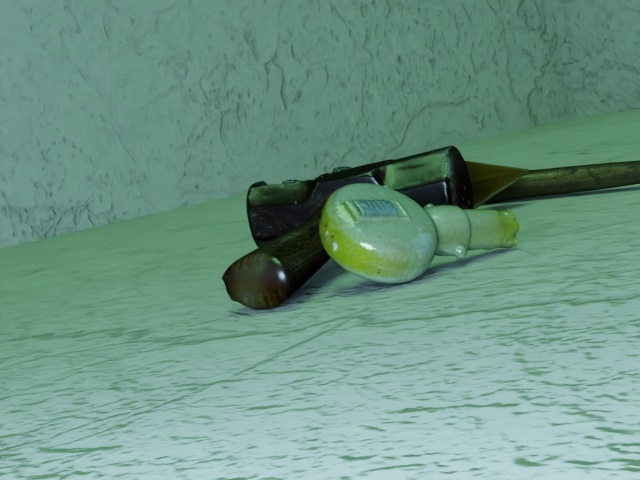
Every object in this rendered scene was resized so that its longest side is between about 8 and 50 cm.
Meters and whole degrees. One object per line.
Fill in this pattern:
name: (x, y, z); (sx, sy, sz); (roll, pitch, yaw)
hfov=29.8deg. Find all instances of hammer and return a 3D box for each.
hammer: (0.322, -0.079, 1.458); (0.168, 0.044, 0.439); (-17, 9, -43)
hammer: (0.000, 0.000, 1.184); (0.242, 0.095, 0.409); (-9, 11, 19)

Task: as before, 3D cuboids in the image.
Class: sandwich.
sandwich: (0.189, -0.054, 1.467); (0.116, 0.074, 0.074); (4, -2, -31)

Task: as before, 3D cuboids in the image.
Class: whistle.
whistle: (0.092, -0.012, 1.053); (0.198, 0.057, 0.104); (-3, 41, -28)

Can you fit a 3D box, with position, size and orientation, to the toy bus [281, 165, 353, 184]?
toy bus: (0.020, -0.040, 1.520); (0.094, 0.079, 0.236); (14, 19, 35)
